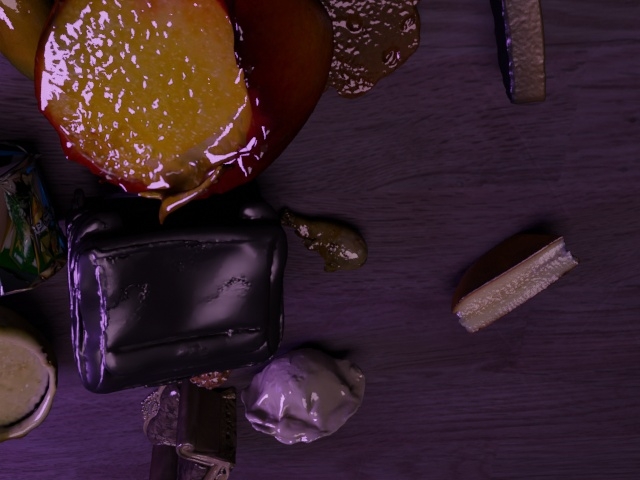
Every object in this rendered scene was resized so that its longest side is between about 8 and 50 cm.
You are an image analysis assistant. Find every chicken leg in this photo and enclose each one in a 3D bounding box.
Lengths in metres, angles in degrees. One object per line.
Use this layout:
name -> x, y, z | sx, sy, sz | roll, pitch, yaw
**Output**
chicken leg -> 0.000, 0.000, 1.336 | 0.178, 0.070, 0.093 | 28, 103, -15

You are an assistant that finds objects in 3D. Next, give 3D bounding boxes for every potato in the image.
potato -> -0.645, 0.226, 1.394 | 0.280, 0.213, 0.330 | 24, 111, -41

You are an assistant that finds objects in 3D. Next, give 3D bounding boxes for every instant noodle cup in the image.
instant noodle cup -> -0.522, -0.040, 1.169 | 0.240, 0.240, 0.178 | -5, 120, -2

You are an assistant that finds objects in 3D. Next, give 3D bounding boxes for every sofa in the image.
sofa -> -0.293, 0.432, 1.566 | 0.182, 0.200, 0.258 | 15, 127, -19

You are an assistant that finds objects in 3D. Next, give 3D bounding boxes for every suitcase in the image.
suitcase -> -0.234, 0.080, 1.225 | 0.345, 0.188, 0.339 | -7, 120, -23

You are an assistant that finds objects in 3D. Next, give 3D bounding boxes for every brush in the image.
brush -> 0.282, -0.305, 1.085 | 0.059, 0.123, 0.197 | -12, 127, 10

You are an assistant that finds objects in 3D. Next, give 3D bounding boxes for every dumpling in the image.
dumpling -> -0.033, 0.314, 1.499 | 0.258, 0.193, 0.147 | -13, 133, 2

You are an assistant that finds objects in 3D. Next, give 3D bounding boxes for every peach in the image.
peach -> -0.161, -0.243, 0.968 | 0.335, 0.310, 0.406 | 37, 134, -9

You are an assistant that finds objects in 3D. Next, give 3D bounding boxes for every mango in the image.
mango -> -0.413, -0.309, 1.020 | 0.091, 0.137, 0.237 | -50, 134, -21

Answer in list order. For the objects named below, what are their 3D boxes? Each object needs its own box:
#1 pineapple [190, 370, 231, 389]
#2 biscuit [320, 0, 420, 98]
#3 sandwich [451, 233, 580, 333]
pineapple -> -0.278, 0.192, 1.443 | 0.237, 0.111, 0.119 | 33, 89, -21
biscuit -> 0.042, -0.319, 1.103 | 0.208, 0.041, 0.290 | 32, 120, -25
sandwich -> 0.354, 0.066, 1.403 | 0.258, 0.096, 0.094 | -37, 116, 24
